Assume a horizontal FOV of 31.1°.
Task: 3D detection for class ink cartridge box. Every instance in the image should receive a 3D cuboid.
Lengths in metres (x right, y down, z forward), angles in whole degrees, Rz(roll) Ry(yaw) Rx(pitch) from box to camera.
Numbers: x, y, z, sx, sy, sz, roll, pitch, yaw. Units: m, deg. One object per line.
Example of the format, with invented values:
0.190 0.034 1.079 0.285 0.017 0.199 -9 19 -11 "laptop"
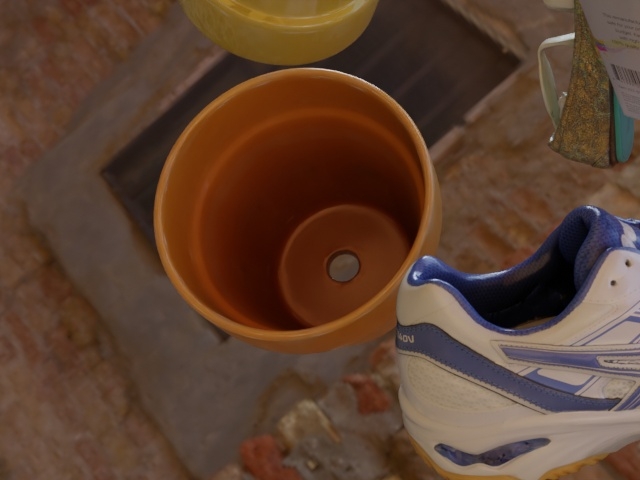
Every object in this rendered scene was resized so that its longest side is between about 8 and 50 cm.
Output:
0.188 -0.114 0.595 0.088 0.052 0.122 27 -20 46 "ink cartridge box"

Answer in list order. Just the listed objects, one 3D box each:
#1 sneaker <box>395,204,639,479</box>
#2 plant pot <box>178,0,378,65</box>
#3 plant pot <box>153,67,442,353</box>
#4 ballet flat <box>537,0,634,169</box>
0.185 0.040 0.622 0.112 0.297 0.131 -112 -171 -67 "sneaker"
-0.035 -0.366 1.301 0.254 0.254 0.239 49 -23 13 "plant pot"
0.000 0.000 0.892 0.205 0.205 0.188 49 -2 23 "plant pot"
0.307 -0.242 1.315 0.123 0.123 0.348 -132 -150 -51 "ballet flat"
